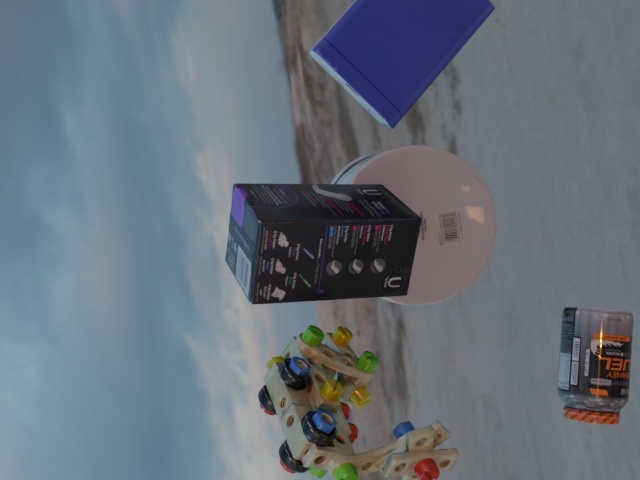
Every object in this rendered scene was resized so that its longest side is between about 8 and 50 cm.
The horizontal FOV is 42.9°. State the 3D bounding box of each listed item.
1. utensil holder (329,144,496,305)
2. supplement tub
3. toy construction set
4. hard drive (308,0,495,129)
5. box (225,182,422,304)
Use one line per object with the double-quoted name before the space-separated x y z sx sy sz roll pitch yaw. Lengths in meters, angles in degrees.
"utensil holder" 0.166 -0.035 1.690 0.385 0.328 0.327 -123 23 -87
"supplement tub" 0.463 0.208 1.377 0.117 0.117 0.190 80 -166 -86
"toy construction set" 0.034 0.242 1.145 0.328 0.215 0.151 40 106 54
"hard drive" 0.158 -0.397 1.537 0.210 0.318 0.040 42 170 -13
"box" 0.000 0.000 1.312 0.165 0.271 0.143 -129 42 -58
